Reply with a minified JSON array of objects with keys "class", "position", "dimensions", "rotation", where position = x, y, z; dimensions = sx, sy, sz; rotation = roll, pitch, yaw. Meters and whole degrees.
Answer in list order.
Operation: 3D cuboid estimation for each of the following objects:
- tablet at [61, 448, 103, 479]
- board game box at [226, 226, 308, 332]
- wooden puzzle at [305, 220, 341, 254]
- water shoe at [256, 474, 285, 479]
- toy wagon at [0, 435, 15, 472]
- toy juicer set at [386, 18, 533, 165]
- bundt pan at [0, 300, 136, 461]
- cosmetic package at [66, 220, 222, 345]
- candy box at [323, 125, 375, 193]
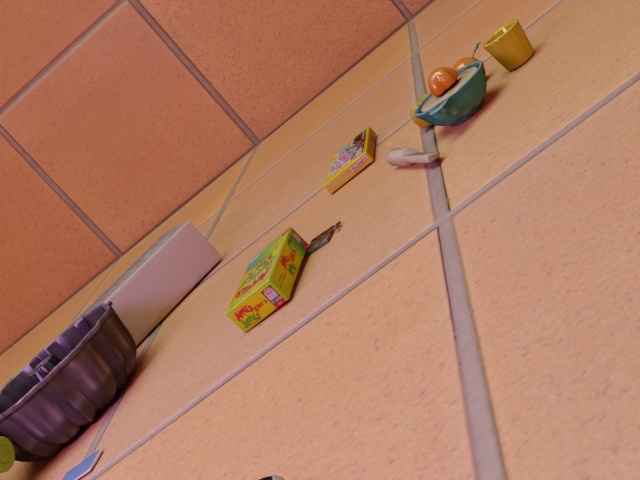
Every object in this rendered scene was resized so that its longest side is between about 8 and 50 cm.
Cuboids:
[{"class":"tablet","position":[-0.357,0.342,1.385],"dimensions":[0.083,0.006,0.054],"rotation":[-37,14,22]},{"class":"board game box","position":[-0.078,0.056,1.427],"dimensions":[0.092,0.043,0.181],"rotation":[-38,14,23]},{"class":"wooden puzzle","position":[0.000,0.000,1.491],"dimensions":[0.083,0.006,0.049],"rotation":[-34,14,30]},{"class":"water shoe","position":[-0.121,0.254,0.821],"dimensions":[0.203,0.080,0.073],"rotation":[-37,14,18]},{"class":"toy wagon","position":[-0.605,0.374,1.472],"dimensions":[0.267,0.068,0.344],"rotation":[-13,52,16]},{"class":"toy juicer set","position":[0.188,-0.227,1.518],"dimensions":[0.329,0.089,0.209],"rotation":[-48,15,-28]},{"class":"bundt pan","position":[-0.455,0.263,1.669],"dimensions":[0.331,0.124,0.331],"rotation":[-39,12,10]},{"class":"cosmetic package","position":[-0.365,0.110,1.948],"dimensions":[0.309,0.113,0.160],"rotation":[-47,13,-26]},{"class":"candy box","position":[0.058,-0.157,1.802],"dimensions":[0.105,0.027,0.206],"rotation":[-41,12,16]}]
